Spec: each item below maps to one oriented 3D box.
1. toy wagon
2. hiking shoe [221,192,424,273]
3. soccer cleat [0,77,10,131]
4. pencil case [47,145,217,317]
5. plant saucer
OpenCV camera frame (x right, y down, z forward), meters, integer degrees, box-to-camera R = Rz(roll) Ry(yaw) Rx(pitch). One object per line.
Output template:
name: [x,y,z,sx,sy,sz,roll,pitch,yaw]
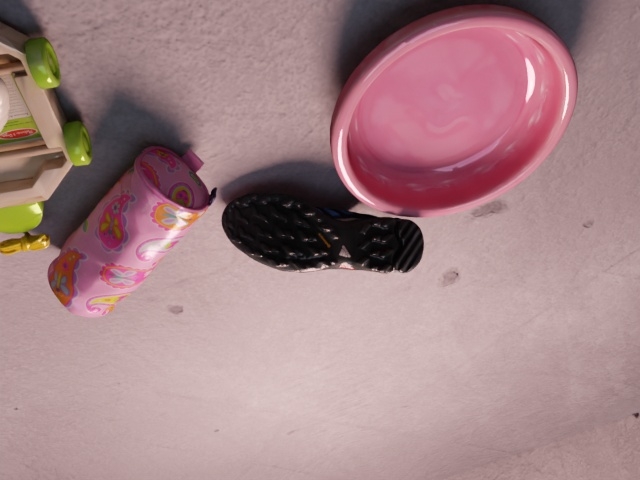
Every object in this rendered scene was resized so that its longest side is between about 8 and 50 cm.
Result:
toy wagon: [-0.425,-0.116,0.815,0.268,0.068,0.344,-10,139,-4]
hiking shoe: [0.000,0.000,1.026,0.304,0.113,0.132,12,178,-3]
soccer cleat: [-0.398,-0.102,0.726,0.068,0.076,0.196,27,125,-37]
pencil case: [-0.270,-0.009,0.941,0.124,0.124,0.284,24,125,-35]
plant saucer: [0.171,-0.173,0.904,0.333,0.084,0.332,-8,139,-8]
